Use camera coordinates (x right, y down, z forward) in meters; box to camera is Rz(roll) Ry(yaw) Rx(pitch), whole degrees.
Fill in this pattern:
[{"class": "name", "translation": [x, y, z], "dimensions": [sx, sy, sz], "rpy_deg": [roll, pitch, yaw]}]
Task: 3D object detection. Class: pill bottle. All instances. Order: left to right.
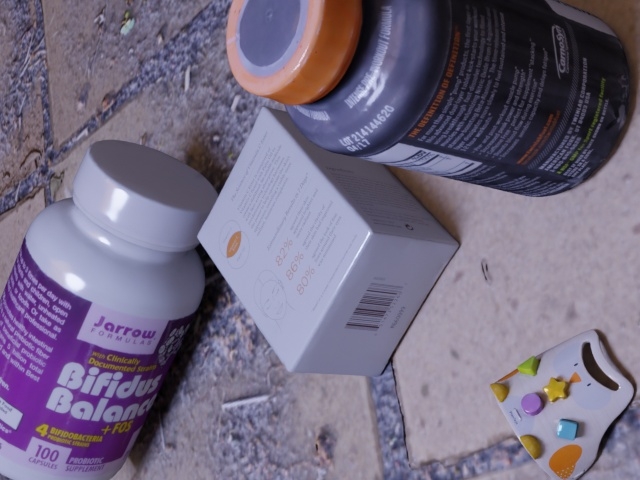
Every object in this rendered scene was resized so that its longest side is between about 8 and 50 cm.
[{"class": "pill bottle", "translation": [-0.207, 0.067, 1.036], "dimensions": [0.169, 0.169, 0.301], "rpy_deg": [48, 119, 44]}, {"class": "pill bottle", "translation": [0.065, -0.106, 0.680], "dimensions": [0.130, 0.245, 0.130], "rpy_deg": [-12, 74, 48]}]

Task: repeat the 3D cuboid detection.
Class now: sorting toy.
[{"class": "sorting toy", "translation": [0.154, 0.095, 0.706], "dimensions": [0.075, 0.045, 0.083], "rpy_deg": [-40, 52, 15]}]

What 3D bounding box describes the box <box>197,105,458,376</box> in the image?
[{"class": "box", "translation": [0.000, 0.000, 0.860], "dimensions": [0.170, 0.091, 0.130], "rpy_deg": [52, 122, 41]}]
